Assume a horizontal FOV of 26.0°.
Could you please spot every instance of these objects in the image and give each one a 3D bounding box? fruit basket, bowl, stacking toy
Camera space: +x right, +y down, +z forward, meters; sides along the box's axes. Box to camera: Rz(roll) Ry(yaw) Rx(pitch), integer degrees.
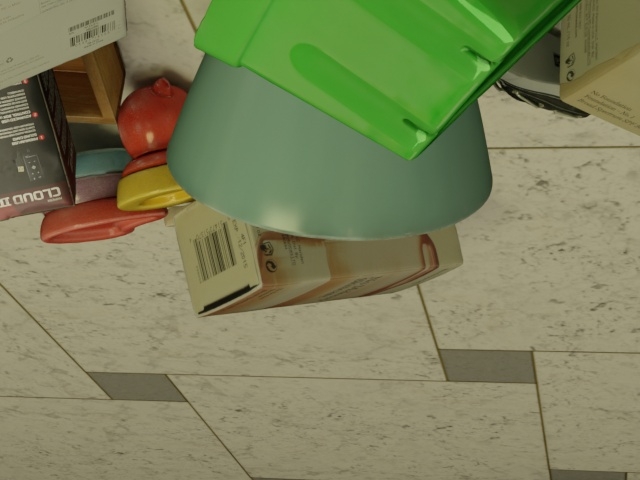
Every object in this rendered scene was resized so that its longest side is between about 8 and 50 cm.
[{"bbox_3d":[0.053,-0.298,0.907,0.392,0.392,0.283,13,153,-15],"label":"fruit basket"},{"bbox_3d":[0.017,-0.141,1.281,0.311,0.311,0.163,6,117,-1],"label":"bowl"},{"bbox_3d":[-0.183,-0.095,1.652,0.279,0.130,0.309,-7,173,-44],"label":"stacking toy"}]

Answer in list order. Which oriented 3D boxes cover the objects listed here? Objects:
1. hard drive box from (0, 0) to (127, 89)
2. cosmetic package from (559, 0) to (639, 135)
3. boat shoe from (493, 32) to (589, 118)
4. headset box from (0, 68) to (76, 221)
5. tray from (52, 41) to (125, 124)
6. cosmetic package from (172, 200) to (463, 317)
[{"bbox_3d":[-0.250,-0.229,1.068,0.181,0.089,0.232,-28,154,-22],"label":"hard drive box"},{"bbox_3d":[0.370,-0.204,1.227,0.160,0.113,0.309,19,153,-25],"label":"cosmetic package"},{"bbox_3d":[0.206,-0.169,1.378,0.219,0.078,0.070,19,151,-30],"label":"boat shoe"},{"bbox_3d":[-0.359,-0.132,1.287,0.218,0.110,0.293,-12,123,-1],"label":"headset box"},{"bbox_3d":[-0.424,-0.212,1.433,0.410,0.076,0.203,5,155,5],"label":"tray"},{"bbox_3d":[0.000,0.000,1.600,0.296,0.129,0.153,-6,167,-36],"label":"cosmetic package"}]
